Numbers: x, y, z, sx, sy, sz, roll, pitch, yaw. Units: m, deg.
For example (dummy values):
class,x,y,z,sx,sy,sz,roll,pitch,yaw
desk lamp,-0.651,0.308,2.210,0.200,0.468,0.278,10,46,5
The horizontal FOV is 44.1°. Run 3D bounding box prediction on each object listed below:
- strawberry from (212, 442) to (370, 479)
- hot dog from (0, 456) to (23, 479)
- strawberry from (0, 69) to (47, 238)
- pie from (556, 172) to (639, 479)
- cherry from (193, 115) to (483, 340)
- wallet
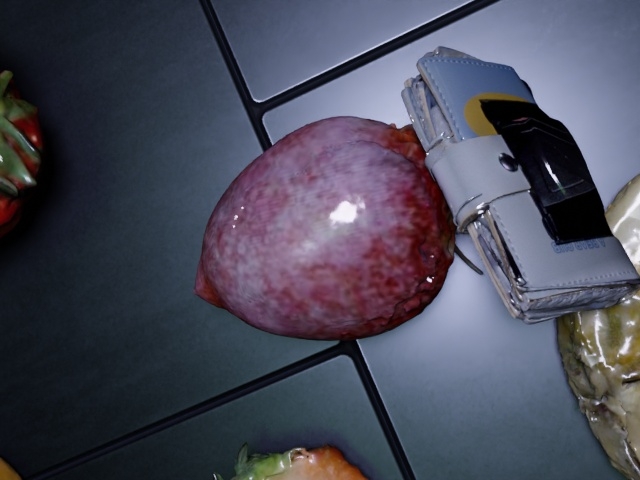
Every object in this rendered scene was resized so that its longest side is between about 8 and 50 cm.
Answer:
class,x,y,z,sx,sy,sz,roll,pitch,yaw
strawberry,-0.013,0.262,0.722,0.192,0.085,0.140,11,56,-17
hot dog,-0.344,0.261,0.794,0.090,0.060,0.140,-32,80,3
strawberry,-0.407,-0.098,0.739,0.276,0.257,0.257,3,89,43
pie,0.366,0.084,0.672,0.339,0.077,0.339,-2,81,12
cherry,0.000,0.000,0.689,0.249,0.175,0.192,-21,107,10
wallet,0.163,-0.050,0.638,0.069,0.170,0.231,-45,57,40
